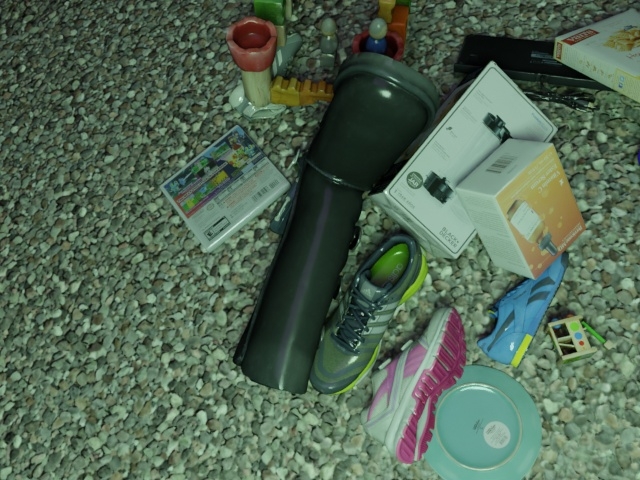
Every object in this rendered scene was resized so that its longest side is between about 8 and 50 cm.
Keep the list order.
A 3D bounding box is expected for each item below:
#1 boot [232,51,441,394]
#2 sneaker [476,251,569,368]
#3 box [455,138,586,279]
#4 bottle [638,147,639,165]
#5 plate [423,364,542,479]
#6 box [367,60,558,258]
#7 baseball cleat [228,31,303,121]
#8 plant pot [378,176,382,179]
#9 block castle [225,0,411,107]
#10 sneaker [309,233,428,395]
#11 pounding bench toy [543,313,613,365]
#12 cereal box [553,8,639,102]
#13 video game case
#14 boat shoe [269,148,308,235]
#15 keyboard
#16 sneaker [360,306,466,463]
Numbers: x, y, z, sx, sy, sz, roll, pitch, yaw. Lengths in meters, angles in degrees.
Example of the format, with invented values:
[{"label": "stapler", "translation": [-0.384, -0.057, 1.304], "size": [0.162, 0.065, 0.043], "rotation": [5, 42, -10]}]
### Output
[{"label": "boot", "translation": [0.000, 0.000, 0.851], "size": [0.146, 0.367, 0.445], "rotation": [24, 84, -3]}, {"label": "sneaker", "translation": [0.318, 0.094, 0.935], "size": [0.082, 0.069, 0.209], "rotation": [28, 77, 23]}, {"label": "box", "translation": [0.312, -0.050, 0.922], "size": [0.130, 0.170, 0.091], "rotation": [-42, 28, -13]}, {"label": "bottle", "translation": [0.653, -0.191, 0.946], "size": [0.283, 0.118, 0.092], "rotation": [-30, 65, -1]}, {"label": "plate", "translation": [0.238, 0.282, 0.904], "size": [0.188, 0.024, 0.188], "rotation": [-5, 67, 11]}, {"label": "box", "translation": [0.238, -0.131, 0.994], "size": [0.169, 0.087, 0.290], "rotation": [40, 82, -10]}, {"label": "baseball cleat", "translation": [-0.088, -0.322, 1.201], "size": [0.109, 0.072, 0.206], "rotation": [42, 84, 7]}, {"label": "plant pot", "translation": [0.081, -0.146, 1.085], "size": [0.079, 0.083, 0.083], "rotation": [23, 75, 7]}, {"label": "block castle", "translation": [0.020, -0.463, 1.095], "size": [0.303, 0.213, 0.453], "rotation": [7, 62, 4]}, {"label": "sneaker", "translation": [0.068, 0.108, 0.957], "size": [0.111, 0.121, 0.300], "rotation": [27, 77, 21]}, {"label": "pounding bench toy", "translation": [0.393, 0.145, 0.907], "size": [0.083, 0.052, 0.065], "rotation": [-16, 66, 6]}, {"label": "cereal box", "translation": [0.537, -0.308, 0.992], "size": [0.173, 0.047, 0.240], "rotation": [-22, 43, -11]}, {"label": "video game case", "translation": [-0.186, -0.104, 1.153], "size": [0.201, 0.023, 0.183], "rotation": [-39, 66, -3]}, {"label": "boat shoe", "translation": [-0.019, -0.121, 1.086], "size": [0.079, 0.095, 0.254], "rotation": [19, 83, 7]}, {"label": "keyboard", "translation": [0.400, -0.298, 1.072], "size": [0.317, 0.033, 0.201], "rotation": [12, 50, 18]}, {"label": "sneaker", "translation": [0.138, 0.203, 0.914], "size": [0.111, 0.103, 0.252], "rotation": [9, 54, 41]}]
